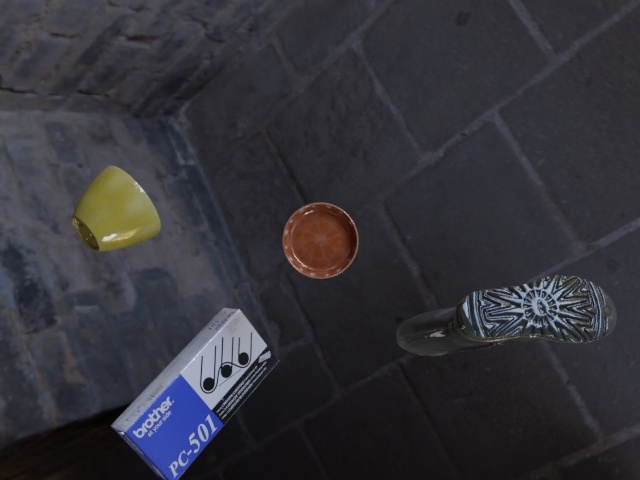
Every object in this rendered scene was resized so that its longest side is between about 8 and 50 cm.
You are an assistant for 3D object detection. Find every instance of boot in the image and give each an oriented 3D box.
[{"bbox_3d":[0.201,0.098,0.824,0.189,0.208,0.076,3,70,-7],"label":"boot"}]

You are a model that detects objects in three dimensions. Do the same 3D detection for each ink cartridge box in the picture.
[{"bbox_3d":[-0.152,0.191,0.909,0.046,0.207,0.097,-2,128,51],"label":"ink cartridge box"}]

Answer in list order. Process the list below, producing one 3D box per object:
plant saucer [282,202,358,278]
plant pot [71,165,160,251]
[{"bbox_3d":[0.000,0.000,0.792,0.083,0.013,0.083,0,94,3],"label":"plant saucer"},{"bbox_3d":[-0.335,-0.038,1.143,0.134,0.095,0.134,34,147,26],"label":"plant pot"}]
